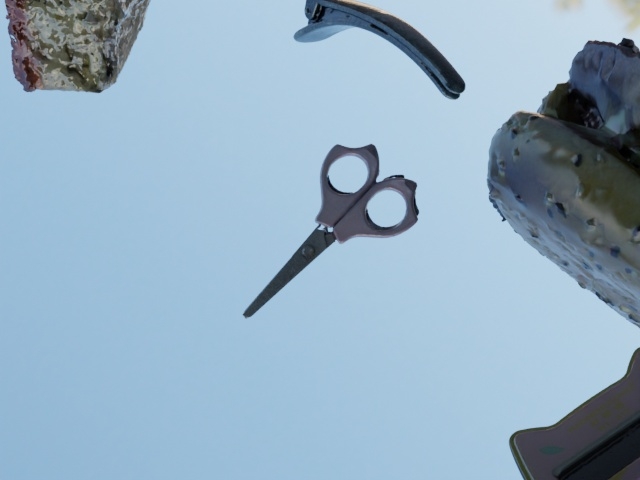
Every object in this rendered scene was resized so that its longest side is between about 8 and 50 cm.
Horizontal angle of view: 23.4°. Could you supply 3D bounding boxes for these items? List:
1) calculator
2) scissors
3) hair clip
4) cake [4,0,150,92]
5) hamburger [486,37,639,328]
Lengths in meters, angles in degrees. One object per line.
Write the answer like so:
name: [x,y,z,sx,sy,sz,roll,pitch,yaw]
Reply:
calculator: [0.228,0.157,0.955,0.236,0.157,0.033,43,161,55]
scissors: [0.000,0.000,1.348,0.100,0.189,0.015,44,177,9]
hair clip: [0.048,-0.171,1.293,0.039,0.070,0.229,-2,-158,-32]
cake: [-0.165,-0.216,1.062,0.116,0.086,0.220,-74,-12,-52]
hamburger: [0.310,-0.018,1.245,0.318,0.195,0.277,38,179,-41]
